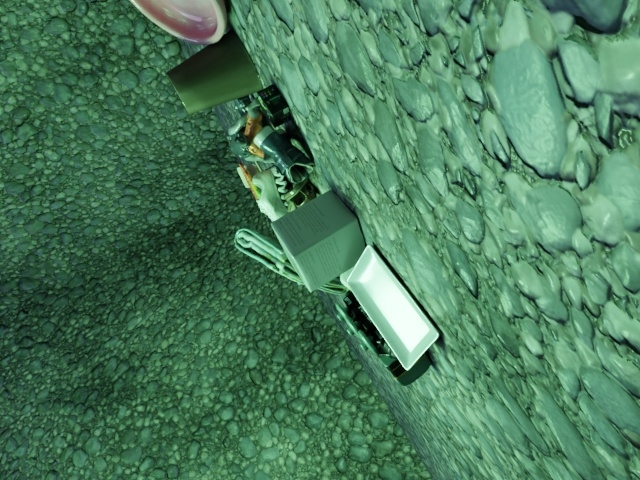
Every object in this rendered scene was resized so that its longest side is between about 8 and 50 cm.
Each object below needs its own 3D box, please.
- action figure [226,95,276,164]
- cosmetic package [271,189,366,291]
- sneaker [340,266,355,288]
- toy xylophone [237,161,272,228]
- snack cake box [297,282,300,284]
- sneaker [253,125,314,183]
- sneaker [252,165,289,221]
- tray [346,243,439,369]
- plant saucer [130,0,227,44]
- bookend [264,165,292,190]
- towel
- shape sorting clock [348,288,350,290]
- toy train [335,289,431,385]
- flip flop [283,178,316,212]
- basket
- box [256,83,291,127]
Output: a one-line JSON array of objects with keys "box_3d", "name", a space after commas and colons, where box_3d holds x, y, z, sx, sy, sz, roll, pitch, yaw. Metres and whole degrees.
[{"box_3d": [-0.255, -0.379, 1.455, 0.341, 0.178, 0.330, 60, 162, -15], "name": "action figure"}, {"box_3d": [0.000, 0.000, 1.125, 0.151, 0.183, 0.151, 52, 168, 44], "name": "cosmetic package"}, {"box_3d": [0.099, 0.085, 1.246, 0.126, 0.091, 0.240, 43, -173, -46], "name": "sneaker"}, {"box_3d": [-0.238, -0.208, 1.708, 0.323, 0.081, 0.236, 52, 168, 48], "name": "toy xylophone"}, {"box_3d": [-0.084, 0.085, 2.050, 0.089, 0.152, 0.264, 56, 170, 33], "name": "snack cake box"}, {"box_3d": [-0.089, -0.235, 1.220, 0.163, 0.086, 0.226, 42, -167, -1], "name": "sneaker"}, {"box_3d": [-0.151, -0.108, 1.509, 0.110, 0.118, 0.292, 148, 104, -76], "name": "sneaker"}, {"box_3d": [0.164, 0.148, 1.011, 0.270, 0.030, 0.145, 56, 138, 32], "name": "tray"}, {"box_3d": [-0.382, -0.660, 1.121, 0.332, 0.084, 0.332, 24, 166, 6], "name": "plant saucer"}, {"box_3d": [-0.160, -0.207, 1.793, 0.156, 0.072, 0.157, 58, 172, 16], "name": "bookend"}, {"box_3d": [-0.105, 0.072, 1.559, 0.320, 0.090, 0.374, 23, -177, -36], "name": "towel"}, {"box_3d": [0.059, 0.127, 1.711, 0.206, 0.040, 0.206, 59, 172, 14], "name": "shape sorting clock"}, {"box_3d": [0.162, 0.246, 1.190, 0.190, 0.142, 0.334, 54, 175, -23], "name": "toy train"}, {"box_3d": [-0.052, -0.132, 1.337, 0.080, 0.112, 0.277, 33, 165, 6], "name": "flip flop"}, {"box_3d": [-0.317, -0.478, 1.274, 0.204, 0.227, 0.154, 59, 172, 14], "name": "basket"}, {"box_3d": [-0.121, -0.349, 1.133, 0.083, 0.052, 0.062, 57, 171, 17], "name": "box"}]
